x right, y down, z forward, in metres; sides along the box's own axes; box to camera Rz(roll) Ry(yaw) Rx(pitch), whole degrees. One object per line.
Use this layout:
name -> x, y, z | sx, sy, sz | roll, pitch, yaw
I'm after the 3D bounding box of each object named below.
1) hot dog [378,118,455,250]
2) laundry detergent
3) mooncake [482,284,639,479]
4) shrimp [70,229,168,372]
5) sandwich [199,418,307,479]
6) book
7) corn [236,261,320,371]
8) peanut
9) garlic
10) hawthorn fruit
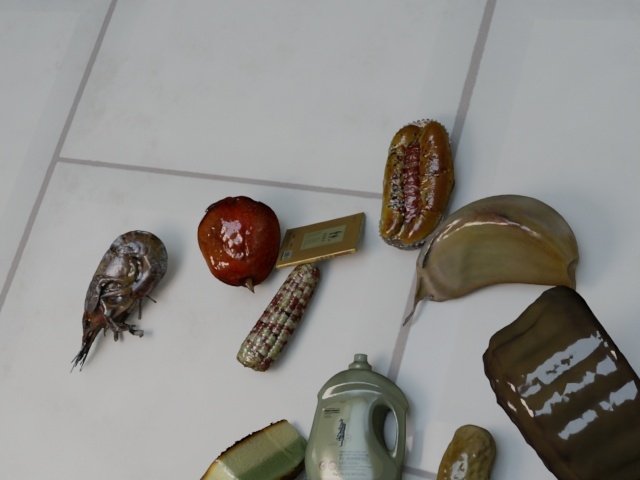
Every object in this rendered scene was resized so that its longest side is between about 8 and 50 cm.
hot dog -> 0.185, -0.108, 1.870 | 0.144, 0.075, 0.268 | -3, 66, 28
laundry detergent -> 0.067, 0.326, 1.737 | 0.181, 0.091, 0.254 | -4, 67, 24
mooncake -> 0.388, 0.237, 1.476 | 0.187, 0.324, 0.324 | -36, 58, 11
shrimp -> -0.427, 0.137, 2.050 | 0.343, 0.145, 0.116 | -60, 15, 5
sandwich -> -0.134, 0.438, 1.760 | 0.108, 0.220, 0.186 | 44, 119, 17
book -> 0.000, 0.000, 1.923 | 0.172, 0.012, 0.118 | -12, 36, 22
corn -> -0.077, 0.147, 1.896 | 0.079, 0.079, 0.237 | 23, 75, 32
peanut -> 0.240, 0.415, 1.614 | 0.108, 0.095, 0.226 | 5, 67, 12
garlic -> 0.279, 0.023, 1.737 | 0.338, 0.151, 0.196 | -14, 76, 22
hawthorn fruit -> -0.165, 0.000, 1.952 | 0.173, 0.173, 0.179 | 14, 76, 30
